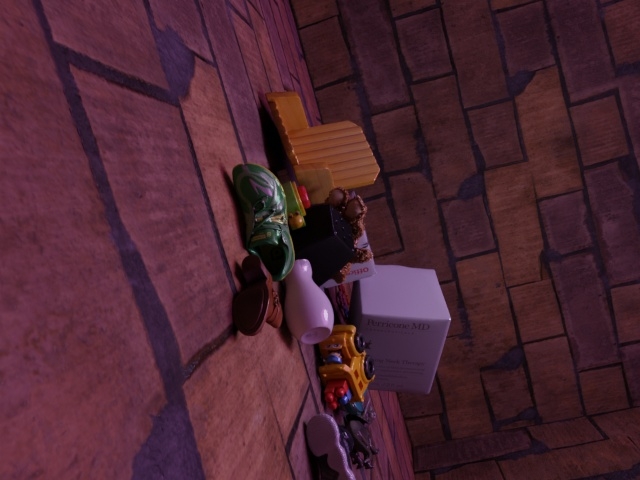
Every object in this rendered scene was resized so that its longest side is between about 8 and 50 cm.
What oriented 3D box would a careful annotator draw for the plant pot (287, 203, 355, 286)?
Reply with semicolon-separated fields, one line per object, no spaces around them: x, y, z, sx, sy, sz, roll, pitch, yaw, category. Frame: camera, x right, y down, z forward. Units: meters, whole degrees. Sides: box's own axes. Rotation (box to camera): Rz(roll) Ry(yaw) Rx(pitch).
0.000;0.000;1.440;0.187;0.167;0.188;46;26;-40;plant pot

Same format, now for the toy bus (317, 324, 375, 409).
0.059;0.402;1.453;0.220;0.150;0.211;70;26;-18;toy bus

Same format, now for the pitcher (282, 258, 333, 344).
-0.040;0.181;1.263;0.177;0.126;0.207;88;-14;-49;pitcher

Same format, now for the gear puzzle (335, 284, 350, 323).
0.112;0.228;2.248;0.338;0.044;0.175;-91;164;-54;gear puzzle

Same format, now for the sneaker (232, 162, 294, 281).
-0.124;-0.039;1.090;0.123;0.110;0.295;-90;163;-70;sneaker

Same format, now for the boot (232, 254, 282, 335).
-0.117;0.143;0.976;0.197;0.073;0.152;-92;168;-45;boot

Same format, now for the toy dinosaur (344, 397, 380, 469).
0.119;0.648;1.534;0.160;0.121;0.313;65;12;9;toy dinosaur

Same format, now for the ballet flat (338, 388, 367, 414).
0.102;0.536;1.589;0.083;0.087;0.247;63;11;4;ballet flat

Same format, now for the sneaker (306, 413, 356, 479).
0.045;0.563;1.165;0.153;0.102;0.268;44;30;-67;sneaker

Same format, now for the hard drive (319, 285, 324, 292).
-0.010;0.186;1.672;0.135;0.022;0.094;60;18;-59;hard drive

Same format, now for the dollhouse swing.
0.024;-0.351;1.654;0.315;0.305;0.346;70;1;-64;dollhouse swing

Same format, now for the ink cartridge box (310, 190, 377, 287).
0.063;-0.002;1.769;0.129;0.224;0.307;-81;155;-71;ink cartridge box

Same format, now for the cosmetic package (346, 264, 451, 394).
0.283;0.344;1.867;0.327;0.330;0.393;-88;-177;-59;cosmetic package

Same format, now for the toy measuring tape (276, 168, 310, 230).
-0.103;-0.156;1.431;0.330;0.122;0.121;-108;176;-48;toy measuring tape

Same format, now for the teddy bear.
0.083;-0.020;1.595;0.113;0.245;0.337;-25;117;-40;teddy bear
